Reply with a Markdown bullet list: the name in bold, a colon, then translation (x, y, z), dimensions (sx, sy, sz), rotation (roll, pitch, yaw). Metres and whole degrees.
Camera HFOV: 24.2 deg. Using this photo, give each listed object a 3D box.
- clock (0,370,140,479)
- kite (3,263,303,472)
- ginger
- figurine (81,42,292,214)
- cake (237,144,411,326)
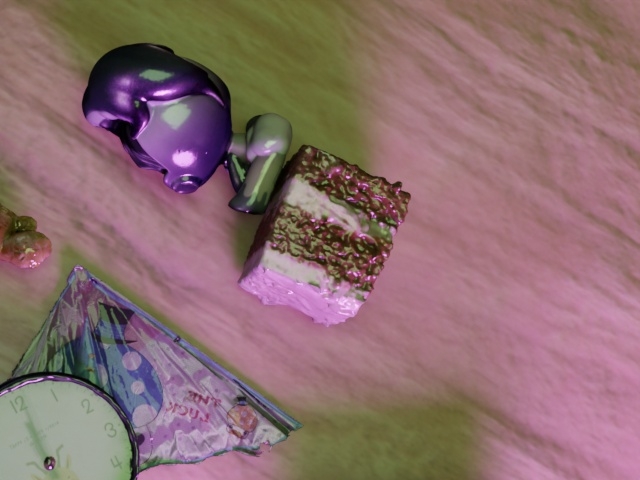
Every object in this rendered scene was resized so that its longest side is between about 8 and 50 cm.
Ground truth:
- **clock**: translation (-0.269, 0.220, 1.478), dimensions (0.185, 0.040, 0.184), rotation (2, 82, -16)
- **kite**: translation (-0.216, 0.204, 1.525), dimensions (0.406, 0.014, 0.368), rotation (-11, 85, -17)
- **ginger**: translation (-0.387, 0.018, 1.490), dimensions (0.193, 0.052, 0.176), rotation (30, 75, -1)
- **figurine**: translation (-0.135, -0.121, 1.529), dimensions (0.222, 0.145, 0.145), rotation (21, 77, -16)
- **cake**: translation (0.000, 0.000, 1.551), dimensions (0.135, 0.134, 0.147), rotation (25, 70, -8)
